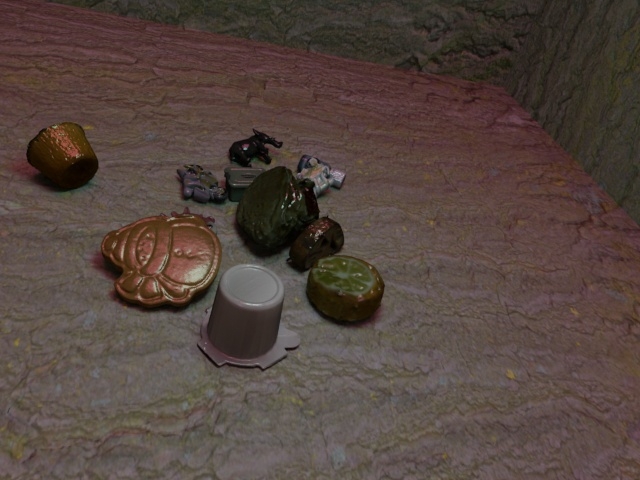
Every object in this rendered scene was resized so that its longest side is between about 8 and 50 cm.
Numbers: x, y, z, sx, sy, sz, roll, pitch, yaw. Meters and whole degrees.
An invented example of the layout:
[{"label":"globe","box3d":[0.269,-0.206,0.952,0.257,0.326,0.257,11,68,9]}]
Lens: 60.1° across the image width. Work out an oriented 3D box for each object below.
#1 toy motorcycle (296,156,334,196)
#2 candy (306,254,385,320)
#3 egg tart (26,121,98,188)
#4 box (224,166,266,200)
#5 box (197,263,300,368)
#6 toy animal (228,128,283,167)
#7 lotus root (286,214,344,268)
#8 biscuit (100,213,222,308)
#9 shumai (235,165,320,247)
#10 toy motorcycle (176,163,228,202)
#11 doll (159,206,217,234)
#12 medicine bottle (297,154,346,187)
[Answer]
[{"label":"toy motorcycle","box3d":[-0.021,-0.240,2.246,0.151,0.074,0.229,19,59,4]},{"label":"candy","box3d":[0.081,0.148,1.798,0.259,0.118,0.260,11,35,-8]},{"label":"egg tart","box3d":[-0.864,-0.286,1.877,0.171,0.215,0.215,44,43,14]},{"label":"box","box3d":[-0.283,-0.211,2.113,0.172,0.093,0.124,-1,42,-24]},{"label":"box","box3d":[-0.181,0.202,1.543,0.291,0.206,0.262,11,38,-5]},{"label":"toy animal","box3d":[-0.273,-0.391,2.326,0.245,0.115,0.146,-19,52,-40]},{"label":"lotus root","box3d":[0.000,0.000,1.919,0.074,0.170,0.260,35,45,26]},{"label":"biscuit","box3d":[-0.471,0.055,1.654,0.351,0.057,0.312,-2,57,-15]},{"label":"shumai","box3d":[-0.111,-0.082,1.968,0.288,0.292,0.330,39,31,-37]},{"label":"toy motorcycle","box3d":[-0.455,-0.206,2.051,0.152,0.073,0.225,-25,55,-39]},{"label":"doll","box3d":[-0.437,-0.018,1.802,0.211,0.093,0.262,44,42,17]},{"label":"medicine bottle","box3d":[0.007,-0.292,2.346,0.203,0.083,0.083,23,37,9]}]
